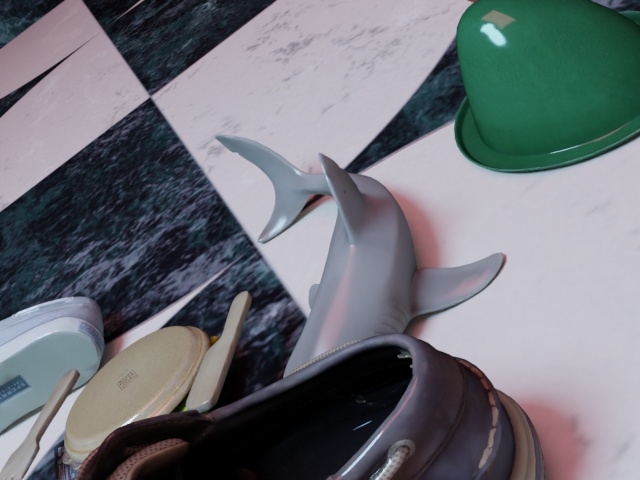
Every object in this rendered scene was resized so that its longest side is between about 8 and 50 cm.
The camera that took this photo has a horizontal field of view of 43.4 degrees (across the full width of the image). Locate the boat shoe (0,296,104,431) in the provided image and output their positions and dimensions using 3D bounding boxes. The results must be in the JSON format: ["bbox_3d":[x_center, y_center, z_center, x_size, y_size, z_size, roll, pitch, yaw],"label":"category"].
[{"bbox_3d":[-0.287,0.117,0.702,0.228,0.079,0.081,-25,27,7],"label":"boat shoe"}]

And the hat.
[{"bbox_3d":[0.130,-0.167,0.559,0.209,0.183,0.173,-17,38,28],"label":"hat"}]

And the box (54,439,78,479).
[{"bbox_3d":[-0.156,0.158,0.571,0.067,0.018,0.083,-37,33,-1],"label":"box"}]

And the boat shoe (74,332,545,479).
[{"bbox_3d":[-0.070,0.146,0.403,0.355,0.130,0.132,-31,33,8],"label":"boat shoe"}]

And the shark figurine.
[{"bbox_3d":[0.010,-0.022,0.559,0.166,0.116,0.278,-30,35,8],"label":"shark figurine"}]

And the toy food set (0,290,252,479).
[{"bbox_3d":[-0.125,0.113,0.560,0.192,0.038,0.132,-24,25,24],"label":"toy food set"}]
